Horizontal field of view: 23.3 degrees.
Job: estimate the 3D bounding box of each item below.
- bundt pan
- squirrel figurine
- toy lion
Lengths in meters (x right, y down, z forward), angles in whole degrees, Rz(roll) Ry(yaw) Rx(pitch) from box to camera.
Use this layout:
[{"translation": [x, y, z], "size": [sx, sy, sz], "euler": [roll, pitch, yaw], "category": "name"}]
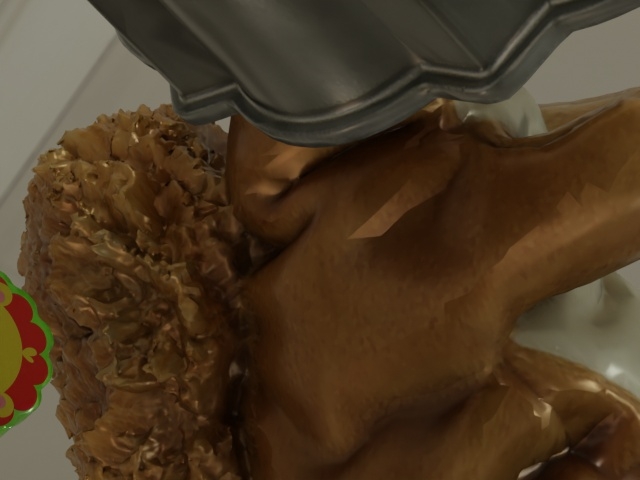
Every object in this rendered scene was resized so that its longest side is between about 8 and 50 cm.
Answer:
[{"translation": [0.011, -0.199, 0.463], "size": [0.124, 0.331, 0.331], "euler": [32, 39, -41], "category": "bundt pan"}, {"translation": [0.000, 0.000, 0.744], "size": [0.370, 0.397, 0.281], "euler": [64, 23, -12], "category": "squirrel figurine"}, {"translation": [-0.149, 0.028, 0.590], "size": [0.096, 0.034, 0.100], "euler": [7, 58, -35], "category": "toy lion"}]
